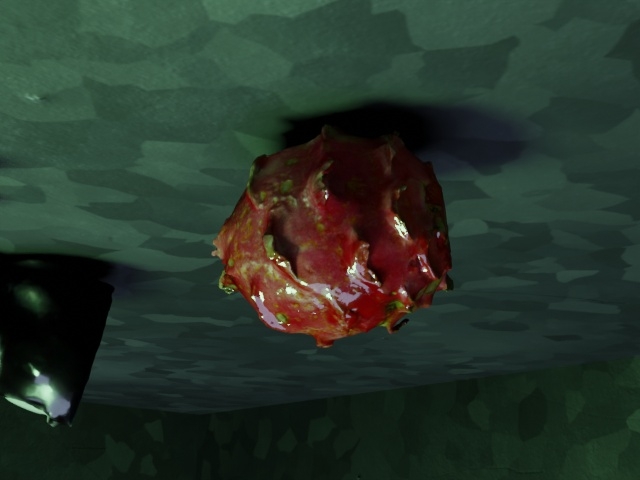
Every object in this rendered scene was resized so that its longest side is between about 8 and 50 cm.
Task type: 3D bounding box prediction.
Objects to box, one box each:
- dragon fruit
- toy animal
[{"bbox_3d":[0.000,0.000,0.999,0.268,0.205,0.210,-17,172,35],"label":"dragon fruit"},{"bbox_3d":[-0.480,0.132,1.514,0.310,0.251,0.251,17,161,-12],"label":"toy animal"}]
